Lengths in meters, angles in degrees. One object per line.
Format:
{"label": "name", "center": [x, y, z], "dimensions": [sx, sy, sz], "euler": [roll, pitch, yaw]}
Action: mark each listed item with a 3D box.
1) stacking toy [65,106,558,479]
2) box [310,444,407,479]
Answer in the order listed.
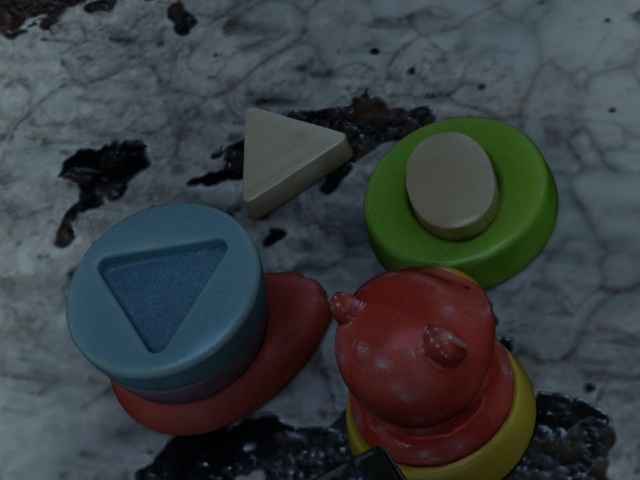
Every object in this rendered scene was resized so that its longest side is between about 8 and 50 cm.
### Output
{"label": "stacking toy", "center": [0.000, 0.000, 1.164], "dimensions": [0.308, 0.130, 0.280], "euler": [8, 59, 24]}
{"label": "box", "center": [-0.062, 0.260, 0.917], "dimensions": [0.322, 0.257, 0.079], "euler": [-27, 50, -2]}
